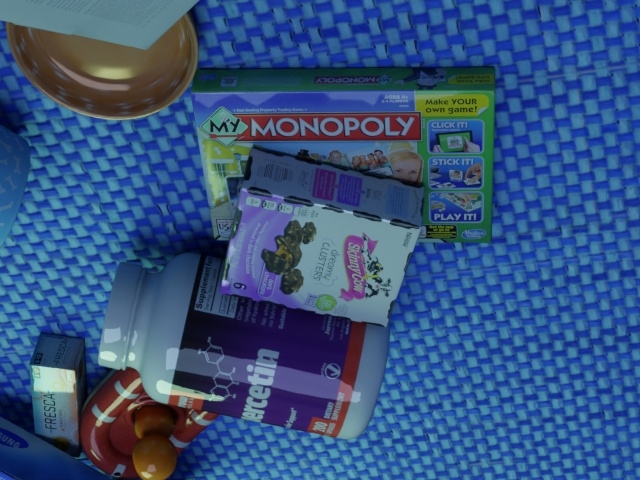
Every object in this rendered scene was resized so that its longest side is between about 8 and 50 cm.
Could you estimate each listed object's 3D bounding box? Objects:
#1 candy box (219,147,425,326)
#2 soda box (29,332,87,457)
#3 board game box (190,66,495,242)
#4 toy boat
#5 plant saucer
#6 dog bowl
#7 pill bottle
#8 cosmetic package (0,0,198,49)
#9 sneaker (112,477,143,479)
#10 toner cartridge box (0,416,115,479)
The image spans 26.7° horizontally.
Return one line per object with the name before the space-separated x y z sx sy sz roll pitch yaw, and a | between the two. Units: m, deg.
candy box | 0.000 0.000 1.478 0.196 0.070 0.165 12 133 -4
soda box | -0.343 0.206 1.779 0.063 0.058 0.183 8 132 0
board game box | 0.029 -0.090 1.471 0.317 0.046 0.213 0 133 6
toy boat | -0.213 0.240 1.723 0.151 0.151 0.231 23 131 -26
plant saucer | -0.222 -0.213 1.392 0.200 0.037 0.200 4 132 4
dog bowl | -0.410 -0.017 1.518 0.074 0.166 0.297 19 133 -27
pill bottle | -0.089 0.118 1.584 0.323 0.181 0.181 11 133 -4
cosmetic package | -0.132 -0.321 1.111 0.377 0.097 0.284 -38 163 26
sneaker | -0.283 0.392 1.924 0.111 0.103 0.252 43 132 -6
toner cartridge box | -0.340 0.368 1.810 0.348 0.075 0.165 28 135 7
